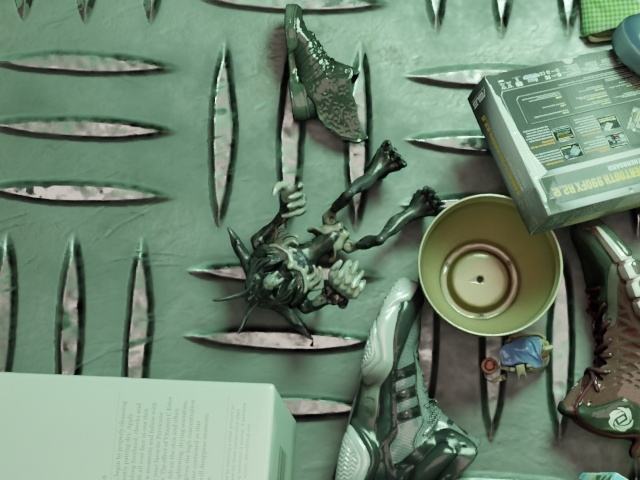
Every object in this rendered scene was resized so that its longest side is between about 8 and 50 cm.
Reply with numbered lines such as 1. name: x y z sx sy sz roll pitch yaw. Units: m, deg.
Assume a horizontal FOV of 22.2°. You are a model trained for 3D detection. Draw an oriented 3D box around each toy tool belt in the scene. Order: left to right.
1. toy tool belt: 0.226 0.134 1.879 0.083 0.051 0.052 -15 81 0

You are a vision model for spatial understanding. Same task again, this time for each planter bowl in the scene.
1. planter bowl: 0.188 0.037 1.865 0.162 0.109 0.162 0 79 -1

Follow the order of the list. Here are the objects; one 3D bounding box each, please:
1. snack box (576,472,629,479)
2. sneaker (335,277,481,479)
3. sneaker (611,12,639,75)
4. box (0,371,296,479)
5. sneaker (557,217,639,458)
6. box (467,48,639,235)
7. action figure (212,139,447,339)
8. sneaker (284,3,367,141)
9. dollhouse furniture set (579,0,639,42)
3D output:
1. snack box: 0.357 0.313 1.709 0.187 0.322 0.060 30 85 7
2. sneaker: 0.114 0.185 1.855 0.153 0.101 0.268 14 88 4
3. sneaker: 0.497 -0.228 1.859 0.319 0.131 0.112 10 50 -8
4. box: -0.212 0.249 1.777 0.345 0.215 0.168 2 74 7
5. sneaker: 0.321 0.120 1.853 0.162 0.106 0.281 -31 82 1
6. box: 0.307 -0.120 1.857 0.231 0.056 0.183 -15 71 -24
7. action figure: 0.000 0.000 1.866 0.275 0.141 0.164 -38 83 -7
8. sneaker: 0.006 -0.200 1.942 0.089 0.051 0.170 -5 86 1
9. dollhouse furniture set: 0.445 -0.362 1.896 0.301 0.151 0.197 -9 81 1
